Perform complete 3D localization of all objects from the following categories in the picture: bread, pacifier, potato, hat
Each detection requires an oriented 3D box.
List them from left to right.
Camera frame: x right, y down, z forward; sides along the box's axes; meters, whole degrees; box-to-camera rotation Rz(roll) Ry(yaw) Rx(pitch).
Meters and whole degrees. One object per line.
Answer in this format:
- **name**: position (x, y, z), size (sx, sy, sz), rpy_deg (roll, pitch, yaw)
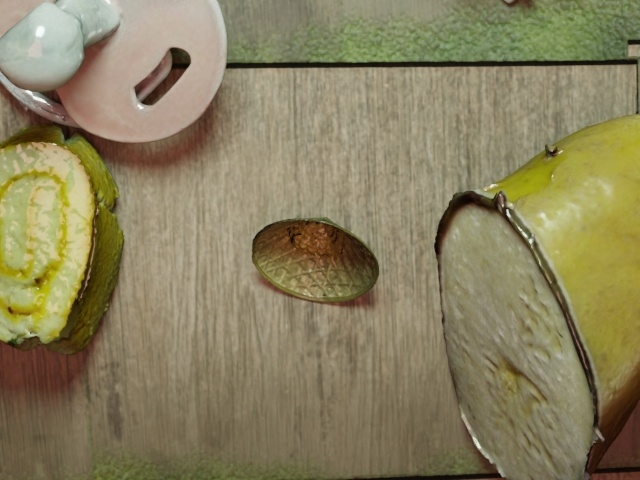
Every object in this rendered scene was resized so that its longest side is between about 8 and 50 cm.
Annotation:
- **bread**: position (-0.318, 0.002, 1.970), size (0.186, 0.124, 0.257), rpy_deg (0, 101, 11)
- **pacifier**: position (-0.253, -0.240, 1.878), size (0.332, 0.273, 0.220), rpy_deg (45, 83, -5)
- **hat**: position (0.000, 0.000, 1.979), size (0.146, 0.067, 0.146), rpy_deg (9, 141, 7)
- **potato**: position (0.314, 0.061, 1.887), size (0.296, 0.290, 0.397), rpy_deg (-24, 119, -20)

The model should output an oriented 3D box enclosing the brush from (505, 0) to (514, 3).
- **brush**: position (0.288, -0.393, 1.900), size (0.060, 0.050, 0.321), rpy_deg (40, 107, -6)
